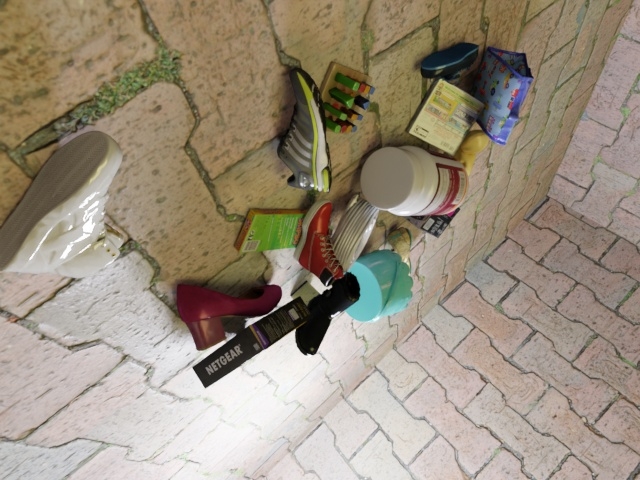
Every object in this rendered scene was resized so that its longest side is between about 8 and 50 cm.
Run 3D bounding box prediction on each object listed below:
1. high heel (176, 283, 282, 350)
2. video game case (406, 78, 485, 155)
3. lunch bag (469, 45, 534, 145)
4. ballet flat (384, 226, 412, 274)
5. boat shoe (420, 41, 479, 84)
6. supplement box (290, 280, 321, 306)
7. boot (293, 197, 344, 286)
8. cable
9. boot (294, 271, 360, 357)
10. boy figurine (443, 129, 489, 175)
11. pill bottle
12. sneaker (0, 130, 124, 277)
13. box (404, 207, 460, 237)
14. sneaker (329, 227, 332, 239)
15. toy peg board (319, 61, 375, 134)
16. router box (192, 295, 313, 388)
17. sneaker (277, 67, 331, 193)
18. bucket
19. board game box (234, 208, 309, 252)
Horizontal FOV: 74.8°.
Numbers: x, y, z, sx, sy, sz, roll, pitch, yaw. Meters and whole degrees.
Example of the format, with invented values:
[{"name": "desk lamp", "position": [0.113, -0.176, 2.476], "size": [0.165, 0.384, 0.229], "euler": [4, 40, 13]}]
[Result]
[{"name": "high heel", "position": [-0.239, 0.148, 1.193], "size": [0.377, 0.127, 0.181], "euler": [-31, 107, -61]}, {"name": "video game case", "position": [0.413, -0.404, 1.380], "size": [0.212, 0.023, 0.193], "euler": [18, 113, -27]}, {"name": "lunch bag", "position": [0.597, -0.471, 1.376], "size": [0.293, 0.138, 0.221], "euler": [-81, 180, -48]}, {"name": "ballet flat", "position": [0.337, 0.064, 1.838], "size": [0.123, 0.123, 0.348], "euler": [-41, 150, -14]}, {"name": "boat shoe", "position": [0.392, -0.510, 1.240], "size": [0.258, 0.109, 0.089], "euler": [-28, 139, -28]}, {"name": "supplement box", "position": [-0.047, 0.206, 1.504], "size": [0.083, 0.083, 0.056], "euler": [-42, 149, -12]}, {"name": "boot", "position": [0.022, 0.013, 1.221], "size": [0.088, 0.176, 0.244], "euler": [-19, 139, -42]}, {"name": "cable", "position": [0.106, -0.014, 1.384], "size": [0.257, 0.089, 0.257], "euler": [-62, 168, -5]}, {"name": "boot", "position": [0.027, 0.224, 1.316], "size": [0.207, 0.094, 0.246], "euler": [-42, -164, 35]}, {"name": "boy figurine", "position": [0.505, -0.314, 1.538], "size": [0.092, 0.177, 0.285], "euler": [-16, 159, -23]}, {"name": "pill bottle", "position": [0.316, -0.192, 1.387], "size": [0.392, 0.224, 0.224], "euler": [-4, 128, -51]}, {"name": "sneaker", "position": [-0.405, -0.050, 0.734], "size": [0.292, 0.108, 0.169], "euler": [-44, 153, 11]}, {"name": "box", "position": [0.436, -0.126, 1.704], "size": [0.163, 0.142, 0.247], "euler": [-55, 148, 12]}, {"name": "sneaker", "position": [0.000, 0.000, 1.368], "size": [0.158, 0.065, 0.061], "euler": [98, 10, -58]}, {"name": "toy peg board", "position": [0.070, -0.335, 1.046], "size": [0.161, 0.079, 0.161], "euler": [-6, 130, -49]}, {"name": "router box", "position": [-0.202, 0.303, 1.258], "size": [0.309, 0.081, 0.243], "euler": [-39, 171, 33]}, {"name": "sneaker", "position": [-0.046, -0.239, 0.970], "size": [0.121, 0.111, 0.299], "euler": [-5, 123, 6]}, {"name": "bucket", "position": [0.205, 0.181, 1.639], "size": [0.183, 0.281, 0.281], "euler": [-14, 135, -41]}, {"name": "board game box", "position": [-0.117, -0.030, 1.192], "size": [0.259, 0.039, 0.124], "euler": [-3, 127, -50]}]
